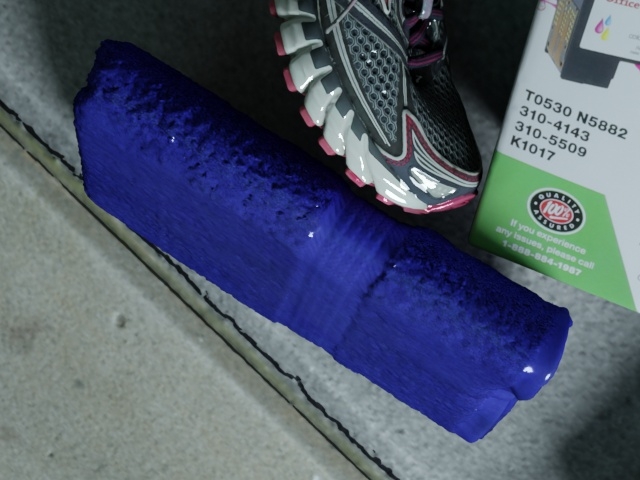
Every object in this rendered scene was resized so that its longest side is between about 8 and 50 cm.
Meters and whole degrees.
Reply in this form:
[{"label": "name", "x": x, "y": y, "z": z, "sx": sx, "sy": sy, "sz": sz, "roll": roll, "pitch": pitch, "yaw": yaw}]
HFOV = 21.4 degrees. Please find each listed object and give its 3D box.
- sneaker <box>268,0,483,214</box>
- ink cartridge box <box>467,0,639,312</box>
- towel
[{"label": "sneaker", "x": 0.031, "y": -0.159, "z": 0.901, "sx": 0.112, "sy": 0.121, "sz": 0.299, "roll": -13, "pitch": 97, "yaw": 25}, {"label": "ink cartridge box", "x": 0.214, "y": -0.098, "z": 0.872, "sx": 0.201, "sy": 0.117, "sz": 0.278, "roll": 22, "pitch": 124, "yaw": 14}, {"label": "towel", "x": 0.000, "y": 0.000, "z": 1.007, "sx": 0.308, "sy": 0.076, "sz": 0.227, "roll": 32, "pitch": 164, "yaw": 3}]
